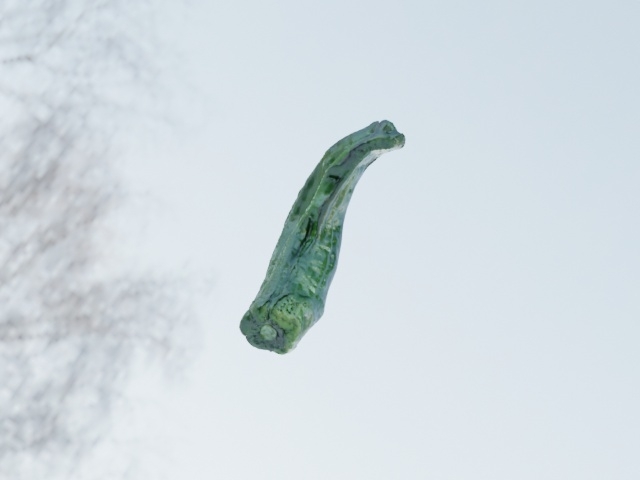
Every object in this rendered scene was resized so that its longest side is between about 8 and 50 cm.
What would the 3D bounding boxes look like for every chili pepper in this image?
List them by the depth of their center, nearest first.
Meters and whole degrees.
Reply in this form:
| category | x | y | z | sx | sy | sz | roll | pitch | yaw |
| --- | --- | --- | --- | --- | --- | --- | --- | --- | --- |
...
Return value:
| category | x | y | z | sx | sy | sz | roll | pitch | yaw |
| --- | --- | --- | --- | --- | --- | --- | --- | --- | --- |
| chili pepper | -0.001 | 0.001 | 0.854 | 0.035 | 0.118 | 0.055 | 41 | -21 | -24 |
